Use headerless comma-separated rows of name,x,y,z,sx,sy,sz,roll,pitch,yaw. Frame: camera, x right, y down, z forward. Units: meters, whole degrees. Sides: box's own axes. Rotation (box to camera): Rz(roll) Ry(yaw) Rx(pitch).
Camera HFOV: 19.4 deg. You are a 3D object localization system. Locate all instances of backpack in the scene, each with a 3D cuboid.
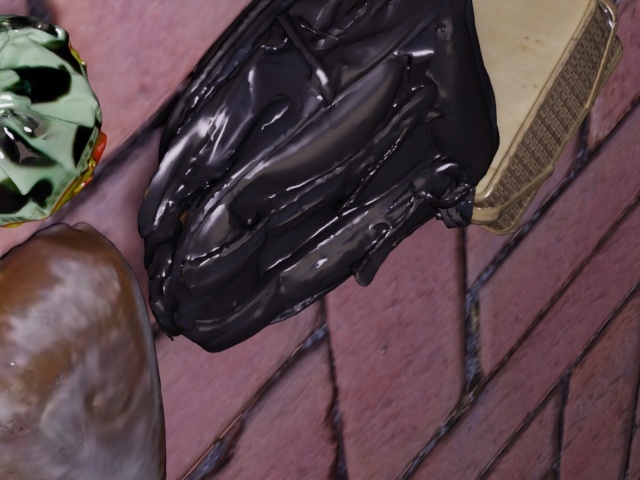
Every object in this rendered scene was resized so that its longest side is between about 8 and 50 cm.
backpack,-0.004,-0.048,1.027,0.258,0.133,0.206,-43,149,-17

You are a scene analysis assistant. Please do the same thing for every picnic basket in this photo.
picnic basket,0.103,-0.096,1.171,0.164,0.115,0.079,-58,154,-3

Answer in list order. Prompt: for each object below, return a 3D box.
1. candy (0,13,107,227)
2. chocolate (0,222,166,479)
candy,-0.180,-0.089,0.717,0.305,0.083,0.091,39,46,-57
chocolate,-0.136,0.113,1.000,0.157,0.080,0.254,-43,152,-31
